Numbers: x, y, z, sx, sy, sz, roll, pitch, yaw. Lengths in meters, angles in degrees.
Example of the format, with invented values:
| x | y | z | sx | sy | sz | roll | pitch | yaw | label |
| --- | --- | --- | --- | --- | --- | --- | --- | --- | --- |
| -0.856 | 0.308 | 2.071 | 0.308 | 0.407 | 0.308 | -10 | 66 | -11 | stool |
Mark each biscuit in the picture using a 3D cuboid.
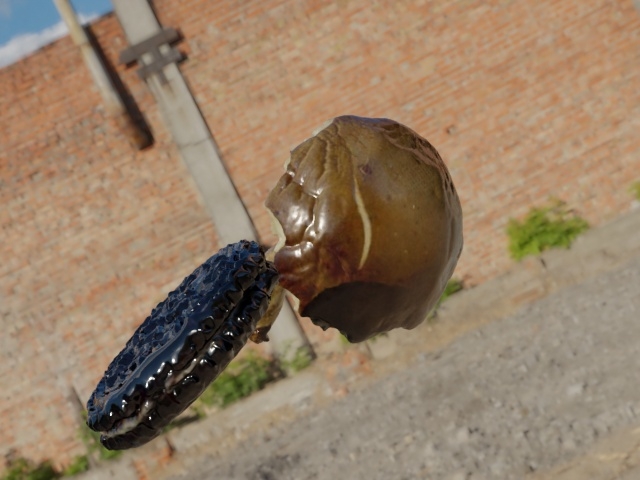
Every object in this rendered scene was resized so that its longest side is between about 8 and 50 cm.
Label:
| x | y | z | sx | sy | sz | roll | pitch | yaw | label |
| --- | --- | --- | --- | --- | --- | --- | --- | --- | --- |
| -0.106 | 0.078 | 0.785 | 0.194 | 0.053 | 0.194 | -43 | 12 | 12 | biscuit |

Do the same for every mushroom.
| x | y | z | sx | sy | sz | roll | pitch | yaw | label |
| --- | --- | --- | --- | --- | --- | --- | --- | --- | --- |
| -0.010 | -0.003 | 1.095 | 0.302 | 0.232 | 0.208 | -8 | -7 | 27 | mushroom |
